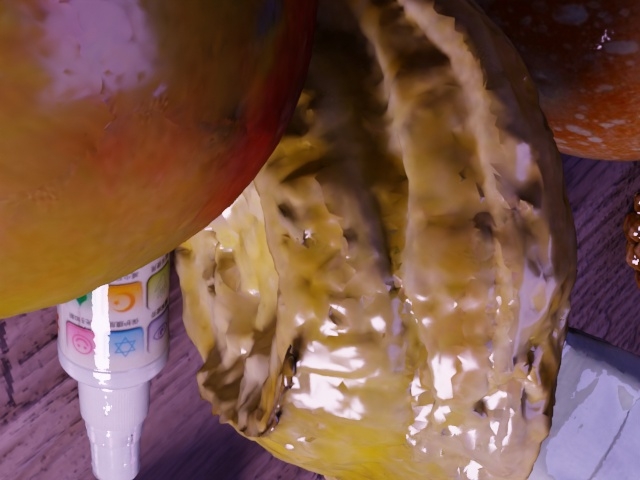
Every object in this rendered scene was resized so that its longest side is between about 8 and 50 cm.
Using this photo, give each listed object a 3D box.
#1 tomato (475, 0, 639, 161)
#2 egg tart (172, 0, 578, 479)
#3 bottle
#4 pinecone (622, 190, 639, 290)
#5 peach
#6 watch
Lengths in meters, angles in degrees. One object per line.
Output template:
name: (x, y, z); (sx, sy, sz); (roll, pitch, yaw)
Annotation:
tomato: (0.188, -0.173, 0.766); (0.270, 0.223, 0.270); (-35, 143, -32)
egg tart: (0.000, 0.000, 0.623); (0.115, 0.290, 0.290); (-8, 124, -25)
bottle: (-0.104, 0.035, 0.674); (0.060, 0.060, 0.217); (-28, 135, -41)
pinecone: (0.350, -0.006, 1.190); (0.174, 0.174, 0.173); (-34, 139, -35)
peach: (-0.106, -0.092, 0.428); (0.231, 0.231, 0.231); (-34, 139, -35)
watch: (0.115, 0.083, 0.846); (0.253, 0.241, 0.161); (18, 102, -57)
